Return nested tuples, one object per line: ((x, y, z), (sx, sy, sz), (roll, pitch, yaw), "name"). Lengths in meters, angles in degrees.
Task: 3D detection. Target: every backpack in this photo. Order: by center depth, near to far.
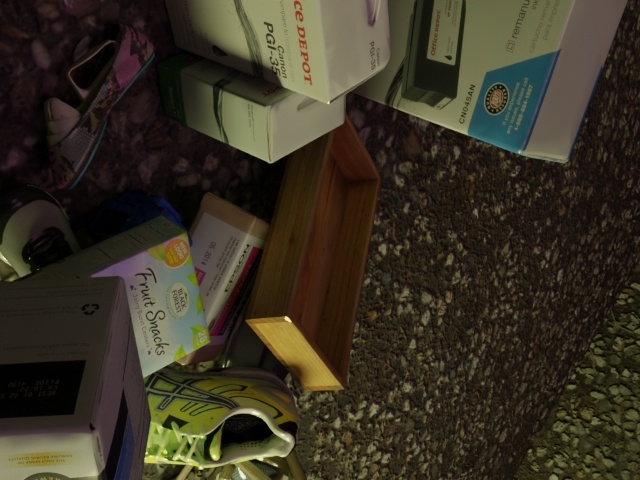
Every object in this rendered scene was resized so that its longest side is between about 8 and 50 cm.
((-0.233, -0.011, 1.233), (0.101, 0.120, 0.098), (-64, 147, -16), "backpack")

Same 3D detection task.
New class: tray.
((0.000, 0.000, 1.413), (0.202, 0.076, 0.410), (56, 35, -45), "tray")

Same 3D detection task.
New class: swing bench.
((-0.110, 0.442, 1.505), (0.165, 0.254, 0.253), (-19, 151, -46), "swing bench")

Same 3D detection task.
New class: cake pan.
((-0.066, 0.137, 1.531), (0.293, 0.054, 0.293), (-56, 162, -29), "cake pan")

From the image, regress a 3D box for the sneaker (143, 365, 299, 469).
((-0.211, 0.254, 1.310), (0.385, 0.147, 0.145), (-3, 106, -18), "sneaker")

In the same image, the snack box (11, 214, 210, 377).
((-0.250, 0.090, 1.130), (0.207, 0.070, 0.174), (-28, 127, -29), "snack box")

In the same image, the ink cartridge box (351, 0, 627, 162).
((0.220, -0.316, 1.393), (0.166, 0.395, 0.285), (0, 111, -50), "ink cartridge box")

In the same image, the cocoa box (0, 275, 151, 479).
((-0.369, 0.198, 0.951), (0.231, 0.347, 0.227), (-94, -178, -54), "cocoa box")

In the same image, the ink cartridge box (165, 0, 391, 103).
((-0.064, -0.313, 1.115), (0.117, 0.283, 0.207), (-39, 138, -32), "ink cartridge box")

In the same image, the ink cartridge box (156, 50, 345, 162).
((-0.090, -0.197, 1.224), (0.153, 0.208, 0.086), (-33, 135, -37), "ink cartridge box")

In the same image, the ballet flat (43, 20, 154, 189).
((-0.285, -0.171, 1.118), (0.079, 0.077, 0.221), (37, 75, -37), "ballet flat")

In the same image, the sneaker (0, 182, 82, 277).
((-0.327, 0.041, 1.158), (0.100, 0.108, 0.271), (-41, 138, -27), "sneaker")

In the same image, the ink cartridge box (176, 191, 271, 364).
((-0.158, 0.060, 1.353), (0.234, 0.088, 0.193), (-63, 171, 0), "ink cartridge box")
